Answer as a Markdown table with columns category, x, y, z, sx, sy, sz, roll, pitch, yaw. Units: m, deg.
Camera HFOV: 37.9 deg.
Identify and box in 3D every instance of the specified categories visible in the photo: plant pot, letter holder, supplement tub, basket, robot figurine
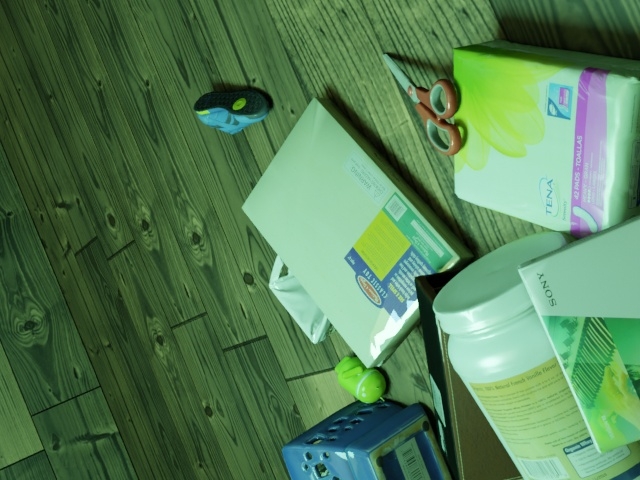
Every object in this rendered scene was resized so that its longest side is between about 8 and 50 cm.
| category | x | y | z | sx | sy | sz | roll | pitch | yaw |
| --- | --- | --- | --- | --- | --- | --- | --- | --- | --- |
| plant pot | 0.105 | 0.435 | 1.729 | 0.212 | 0.236 | 0.236 | -19 | 92 | 50 |
| letter holder | 0.282 | 0.198 | 1.434 | 0.152 | 0.214 | 0.302 | -112 | 11 | -75 |
| supplement tub | 0.310 | 0.170 | 1.228 | 0.316 | 0.228 | 0.228 | 58 | 148 | -10 |
| basket | -0.007 | 0.094 | 1.802 | 0.167 | 0.103 | 0.113 | 50 | 143 | 27 |
| robot figurine | 0.080 | 0.271 | 1.809 | 0.115 | 0.067 | 0.101 | 32 | 160 | 42 |

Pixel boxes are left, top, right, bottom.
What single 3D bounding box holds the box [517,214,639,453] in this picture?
| category | x | y | z | sx | sy | sz | roll | pitch | yaw |
| --- | --- | --- | --- | --- | --- | --- | --- | --- | --- |
| box | 0.415 | 0.073 | 1.046 | 0.322 | 0.058 | 0.232 | -24 | 87 | 12 |

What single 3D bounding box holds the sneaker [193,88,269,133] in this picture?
| category | x | y | z | sx | sy | sz | roll | pitch | yaw |
| --- | --- | --- | --- | --- | --- | --- | --- | --- | --- |
| sneaker | -0.165 | -0.255 | 1.883 | 0.209 | 0.069 | 0.082 | 8 | 147 | 44 |

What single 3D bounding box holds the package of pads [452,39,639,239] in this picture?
| category | x | y | z | sx | sy | sz | roll | pitch | yaw |
| --- | --- | --- | --- | --- | --- | --- | --- | --- | --- |
| package of pads | 0.307 | -0.132 | 1.234 | 0.296 | 0.101 | 0.229 | 25 | 126 | 47 |

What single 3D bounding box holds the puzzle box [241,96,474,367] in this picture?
| category | x | y | z | sx | sy | sz | roll | pitch | yaw |
| --- | --- | --- | --- | --- | --- | --- | --- | --- | --- |
| puzzle box | 0.049 | -0.017 | 1.622 | 0.409 | 0.052 | 0.272 | 51 | 121 | 25 |

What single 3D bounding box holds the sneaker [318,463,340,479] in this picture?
| category | x | y | z | sx | sy | sz | roll | pitch | yaw |
| --- | --- | --- | --- | --- | --- | --- | --- | --- | --- |
| sneaker | 0.097 | 0.610 | 1.944 | 0.146 | 0.134 | 0.343 | -30 | 92 | 50 |

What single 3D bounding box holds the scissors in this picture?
| category | x | y | z | sx | sy | sz | roll | pitch | yaw |
| --- | --- | --- | --- | --- | --- | --- | --- | --- | --- |
| scissors | 0.144 | -0.209 | 1.400 | 0.297 | 0.021 | 0.109 | -131 | 32 | -64 |
